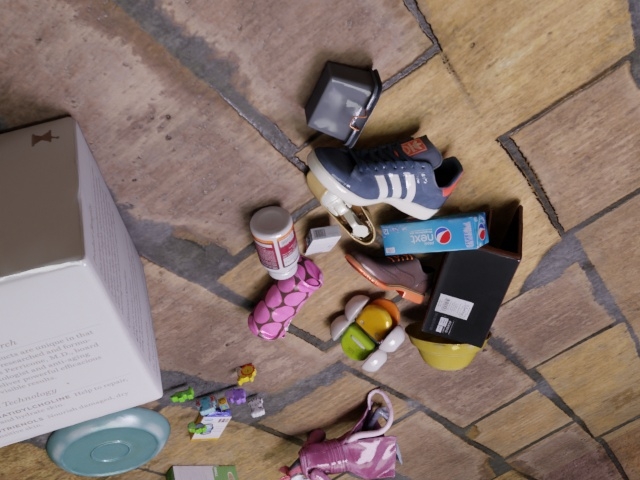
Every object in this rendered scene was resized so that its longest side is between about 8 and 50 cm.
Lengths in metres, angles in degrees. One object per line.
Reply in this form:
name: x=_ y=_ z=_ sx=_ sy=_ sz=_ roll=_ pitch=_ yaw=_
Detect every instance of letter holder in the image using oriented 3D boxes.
letter holder: x=0.356 y=0.061 z=1.656 sx=0.152 sy=0.214 sz=0.301 roll=16 pitch=133 yaw=6

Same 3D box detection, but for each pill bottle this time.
pill bottle: x=-0.089 y=0.009 z=1.437 sx=0.086 sy=0.086 sz=0.152 roll=-16 pitch=139 yaw=-6

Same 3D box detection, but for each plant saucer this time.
plant saucer: x=-0.552 y=0.541 z=1.860 sx=0.318 sy=0.043 sz=0.317 roll=-11 pitch=139 yaw=-10

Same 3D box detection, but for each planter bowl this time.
planter bowl: x=0.321 y=0.271 z=1.791 sx=0.217 sy=0.217 sz=0.090 roll=-4 pitch=100 yaw=-19

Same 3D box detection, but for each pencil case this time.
pencil case: x=-0.074 y=0.132 z=1.577 sx=0.098 sy=0.095 sz=0.209 roll=32 pitch=122 yaw=-8

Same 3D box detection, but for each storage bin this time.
storage bin: x=0.035 y=-0.236 z=1.222 sx=0.091 sy=0.098 sz=0.135 roll=13 pitch=130 yaw=-20

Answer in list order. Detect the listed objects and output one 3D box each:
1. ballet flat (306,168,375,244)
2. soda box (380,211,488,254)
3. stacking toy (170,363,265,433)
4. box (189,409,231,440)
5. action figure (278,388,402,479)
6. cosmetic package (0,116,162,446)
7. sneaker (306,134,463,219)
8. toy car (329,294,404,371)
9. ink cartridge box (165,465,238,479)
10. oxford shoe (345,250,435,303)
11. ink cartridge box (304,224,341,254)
ballet flat: x=0.052 y=-0.068 z=1.422 sx=0.080 sy=0.073 sz=0.232 roll=-33 pitch=138 yaw=13
soda box: x=0.235 y=-0.014 z=1.468 sx=0.210 sy=0.067 sz=0.071 roll=-4 pitch=-171 yaw=35
stacking toy: x=-0.258 y=0.412 z=1.826 sx=0.221 sy=0.052 sz=0.167 roll=-16 pitch=132 yaw=-6
box: x=-0.299 y=0.501 z=1.935 sx=0.081 sy=0.028 sz=0.136 roll=7 pitch=130 yaw=-29
action figure: x=0.054 y=0.636 z=2.065 sx=0.370 sy=0.248 sz=0.275 roll=-14 pitch=138 yaw=-12
cosmetic package: x=-0.483 y=0.077 z=1.157 sx=0.327 sy=0.329 sz=0.393 roll=-15 pitch=139 yaw=-6
sneaker: x=0.134 y=-0.145 z=1.337 sx=0.350 sy=0.131 sz=0.148 roll=8 pitch=134 yaw=-43
toy car: x=0.126 y=0.215 z=1.733 sx=0.136 sy=0.159 sz=0.182 roll=-30 pitch=159 yaw=-54
ink cartridge box: x=-0.348 y=0.733 z=2.106 sx=0.209 sy=0.109 sz=0.062 roll=11 pitch=131 yaw=-33
oxford shoe: x=0.162 y=0.059 z=1.613 sx=0.271 sy=0.097 sz=0.098 roll=24 pitch=103 yaw=-45
ink cartridge box: x=0.000 y=0.000 z=1.499 sx=0.063 sy=0.029 sz=0.115 roll=-9 pitch=166 yaw=-14
